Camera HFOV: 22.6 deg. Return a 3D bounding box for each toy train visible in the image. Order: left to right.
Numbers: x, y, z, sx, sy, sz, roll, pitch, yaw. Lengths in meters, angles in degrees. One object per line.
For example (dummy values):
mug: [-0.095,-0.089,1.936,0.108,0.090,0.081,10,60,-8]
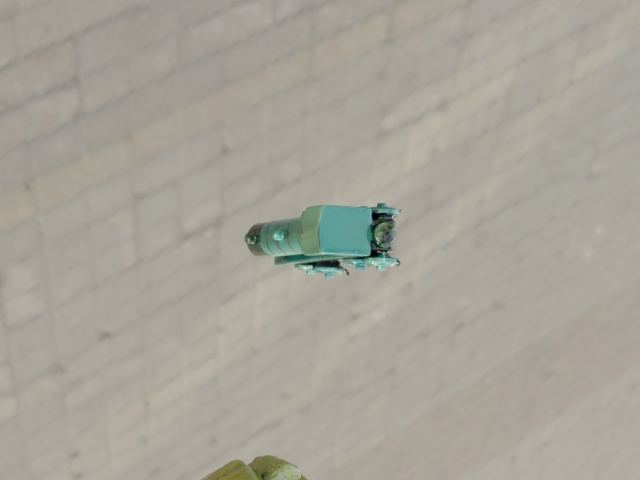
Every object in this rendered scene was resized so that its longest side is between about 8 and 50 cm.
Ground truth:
toy train: [0.000,0.000,0.674,0.045,0.029,0.092,5,175,-27]

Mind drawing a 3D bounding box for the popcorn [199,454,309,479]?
popcorn: [-0.047,0.182,0.947,0.097,0.089,0.109,36,73,-25]
